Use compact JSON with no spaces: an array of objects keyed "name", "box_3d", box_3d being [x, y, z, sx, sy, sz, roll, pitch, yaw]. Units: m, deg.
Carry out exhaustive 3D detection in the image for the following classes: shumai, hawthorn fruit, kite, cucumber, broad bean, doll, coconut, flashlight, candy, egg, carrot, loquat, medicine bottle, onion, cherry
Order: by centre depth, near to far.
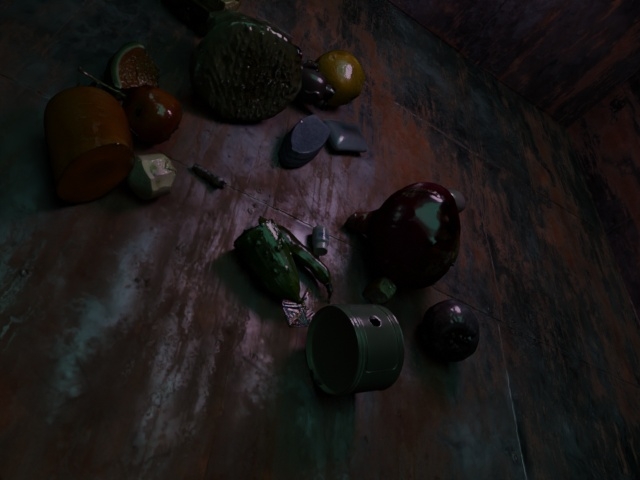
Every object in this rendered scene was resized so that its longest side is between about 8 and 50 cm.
[{"name":"carrot","box_3d":[-0.561,-0.267,1.290,0.214,0.193,0.331,-17,63,-19]},{"name":"coconut","box_3d":[-0.446,-0.166,1.369,0.122,0.116,0.116,-25,75,-47]},{"name":"hawthorn fruit","box_3d":[-0.520,-0.375,1.436,0.285,0.165,0.165,28,44,-23]},{"name":"cucumber","box_3d":[-0.123,0.072,1.436,0.134,0.134,0.245,-27,80,-47]},{"name":"kite","box_3d":[-0.055,0.182,1.477,0.182,0.010,0.160,38,42,-7]},{"name":"flashlight","box_3d":[-0.325,-0.187,1.543,0.110,0.052,0.031,31,79,-6]},{"name":"broad bean","box_3d":[-0.061,0.040,1.544,0.325,0.067,0.075,42,50,0]},{"name":"medicine bottle","box_3d":[0.000,0.000,1.635,0.052,0.052,0.089,21,47,-25]},{"name":"cherry","box_3d":[0.408,0.277,1.653,0.195,0.195,0.195,21,47,-24]},{"name":"onion","box_3d":[0.262,-0.030,1.719,0.384,0.348,0.348,15,37,20]},{"name":"shumai","box_3d":[-0.274,-0.606,1.747,0.397,0.324,0.323,5,40,-42]},{"name":"doll","box_3d":[-0.068,-0.600,1.965,0.257,0.182,0.117,35,29,-6]},{"name":"candy","box_3d":[0.096,-0.399,2.015,0.174,0.071,0.138,-3,60,-41]},{"name":"loquat","box_3d":[0.047,-0.646,2.077,0.245,0.213,0.214,20,47,-26]},{"name":"egg","box_3d":[0.530,-0.157,2.145,0.134,0.103,0.103,17,48,-31]}]

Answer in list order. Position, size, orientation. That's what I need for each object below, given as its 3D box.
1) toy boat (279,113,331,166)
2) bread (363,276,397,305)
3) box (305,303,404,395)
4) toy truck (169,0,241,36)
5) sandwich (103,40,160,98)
[{"name":"toy boat","box_3d":[-0.057,-0.344,1.847,0.127,0.078,0.283,43,40,-7]},{"name":"bread","box_3d":[0.187,0.157,1.647,0.077,0.070,0.083,48,39,2]},{"name":"box","box_3d":[0.084,0.276,1.352,0.149,0.226,0.226,4,55,-36]},{"name":"toy truck","box_3d":[-0.458,-0.924,1.868,0.405,0.254,0.181,37,46,-5]},{"name":"sandwich","box_3d":[-0.563,-0.497,1.573,0.159,0.079,0.235,20,50,-40]}]
